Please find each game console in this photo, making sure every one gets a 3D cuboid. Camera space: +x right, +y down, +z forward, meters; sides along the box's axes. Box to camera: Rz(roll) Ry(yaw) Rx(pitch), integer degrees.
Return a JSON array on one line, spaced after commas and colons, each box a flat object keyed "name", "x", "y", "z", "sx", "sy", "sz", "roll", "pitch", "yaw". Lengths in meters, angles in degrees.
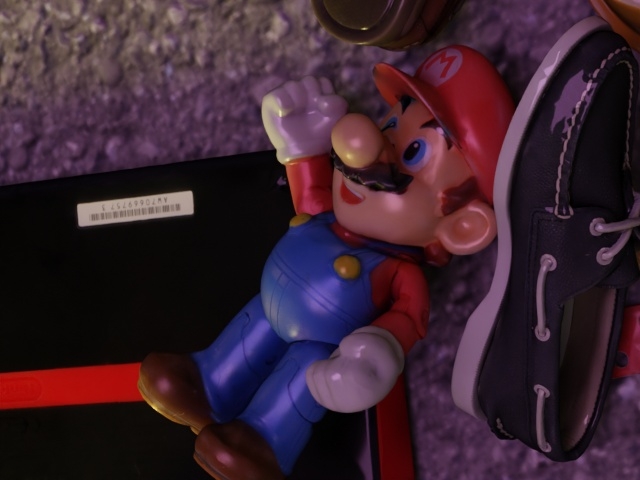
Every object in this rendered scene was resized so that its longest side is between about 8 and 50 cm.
[{"name": "game console", "x": -0.116, "y": 0.114, "z": 1.323, "sx": 0.386, "sy": 0.060, "sz": 0.342, "roll": -6, "pitch": 87, "yaw": 26}]

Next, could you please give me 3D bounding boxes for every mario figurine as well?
[{"name": "mario figurine", "x": 0.000, "y": 0.000, "z": 1.141, "sx": 0.198, "sy": 0.170, "sz": 0.320, "roll": 38, "pitch": 94, "yaw": 8}]

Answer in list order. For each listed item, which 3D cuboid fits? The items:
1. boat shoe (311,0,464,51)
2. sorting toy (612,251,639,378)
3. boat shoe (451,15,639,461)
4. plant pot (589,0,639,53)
[{"name": "boat shoe", "x": 0.092, "y": -0.270, "z": 1.146, "sx": 0.111, "sy": 0.104, "sz": 0.307, "roll": 39, "pitch": 113, "yaw": 27}, {"name": "sorting toy", "x": 0.280, "y": 0.014, "z": 1.111, "sx": 0.274, "sy": 0.046, "sz": 0.132, "roll": -10, "pitch": 91, "yaw": 28}, {"name": "boat shoe", "x": 0.164, "y": 0.006, "z": 1.106, "sx": 0.091, "sy": 0.114, "sz": 0.302, "roll": 32, "pitch": 134, "yaw": 31}, {"name": "plant pot", "x": 0.229, "y": -0.197, "z": 1.034, "sx": 0.205, "sy": 0.188, "sz": 0.205, "roll": 3, "pitch": 97, "yaw": 27}]
